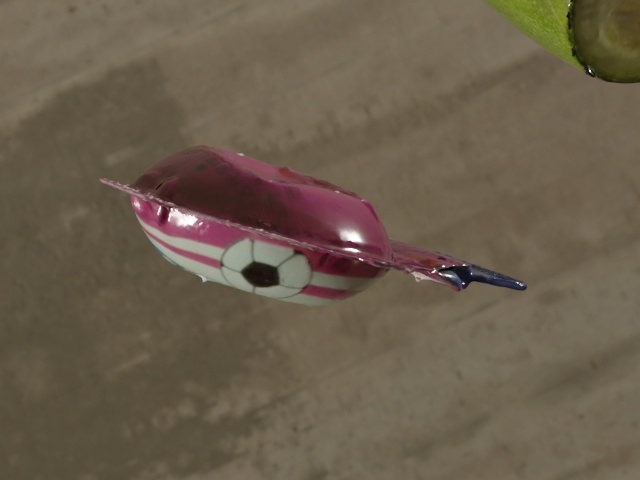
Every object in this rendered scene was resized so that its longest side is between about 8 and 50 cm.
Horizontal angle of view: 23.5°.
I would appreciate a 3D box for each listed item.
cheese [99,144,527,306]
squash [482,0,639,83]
[{"bbox_3d":[0.000,0.000,0.792,0.244,0.062,0.155,13,6,-38],"label":"cheese"},{"bbox_3d":[0.228,-0.264,1.374,0.189,0.260,0.189,-14,-52,-18],"label":"squash"}]
